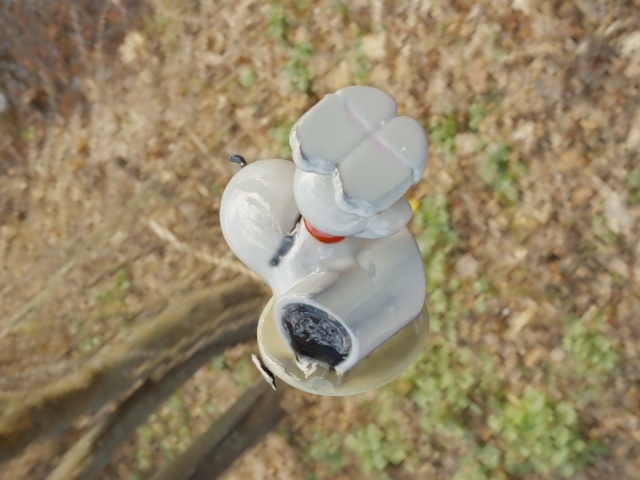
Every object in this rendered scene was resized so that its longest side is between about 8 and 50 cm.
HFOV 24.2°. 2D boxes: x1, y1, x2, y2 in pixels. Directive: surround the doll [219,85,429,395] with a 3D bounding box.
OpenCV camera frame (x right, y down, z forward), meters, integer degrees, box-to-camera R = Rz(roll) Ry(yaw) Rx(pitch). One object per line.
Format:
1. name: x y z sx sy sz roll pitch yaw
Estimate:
1. doll: 0.015 0.012 1.076 0.208 0.144 0.271 54 157 -6
